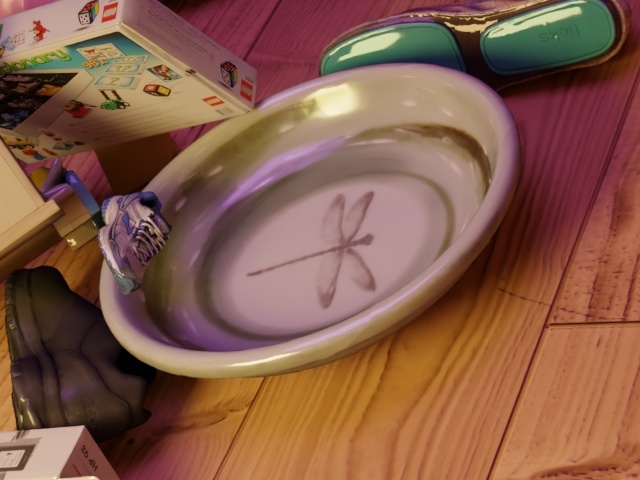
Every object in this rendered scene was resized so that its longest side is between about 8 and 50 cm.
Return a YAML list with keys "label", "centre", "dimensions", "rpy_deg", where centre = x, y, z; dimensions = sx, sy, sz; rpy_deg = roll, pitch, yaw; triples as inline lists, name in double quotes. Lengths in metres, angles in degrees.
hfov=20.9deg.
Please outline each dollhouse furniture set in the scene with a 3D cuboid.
- label: "dollhouse furniture set"
  centre: [-0.384, -0.024, 1.672]
  dimensions: [0.286, 0.198, 0.303]
  rpy_deg: [-36, -4, -5]

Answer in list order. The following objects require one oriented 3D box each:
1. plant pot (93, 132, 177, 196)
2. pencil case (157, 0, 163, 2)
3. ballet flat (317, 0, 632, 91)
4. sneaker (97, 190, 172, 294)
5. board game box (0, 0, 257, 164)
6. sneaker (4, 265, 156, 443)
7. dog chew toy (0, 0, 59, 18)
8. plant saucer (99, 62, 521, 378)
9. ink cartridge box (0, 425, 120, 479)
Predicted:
- label: "plant pot"
  centre: [-0.202, -0.108, 1.848]
  dimensions: [0.083, 0.081, 0.081]
  rpy_deg: [-25, 34, -4]
- label: "pencil case"
  centre: [-0.132, -0.401, 2.115]
  dimensions: [0.386, 0.167, 0.160]
  rpy_deg: [-18, -2, 14]
- label: "ballet flat"
  centre: [0.156, -0.192, 1.710]
  dimensions: [0.316, 0.107, 0.106]
  rpy_deg: [-6, 20, 21]
- label: "sneaker"
  centre: [-0.162, -0.005, 1.535]
  dimensions: [0.058, 0.052, 0.135]
  rpy_deg: [-20, 35, 6]
- label: "board game box"
  centre: [-0.239, -0.156, 1.685]
  dimensions: [0.305, 0.193, 0.053]
  rpy_deg: [-10, 63, 35]
- label: "sneaker"
  centre: [-0.219, 0.107, 1.574]
  dimensions: [0.130, 0.109, 0.286]
  rpy_deg: [-11, 30, -9]
- label: "dog chew toy"
  centre: [-0.335, -0.285, 1.981]
  dimensions: [0.332, 0.207, 0.206]
  rpy_deg: [17, 54, 40]
- label: "plant saucer"
  centre: [0.000, 0.000, 1.546]
  dimensions: [0.400, 0.100, 0.400]
  rpy_deg: [-18, 35, 13]
- label: "ink cartridge box"
  centre: [-0.224, 0.211, 1.424]
  dimensions: [0.180, 0.104, 0.060]
  rpy_deg: [-7, 38, 27]
